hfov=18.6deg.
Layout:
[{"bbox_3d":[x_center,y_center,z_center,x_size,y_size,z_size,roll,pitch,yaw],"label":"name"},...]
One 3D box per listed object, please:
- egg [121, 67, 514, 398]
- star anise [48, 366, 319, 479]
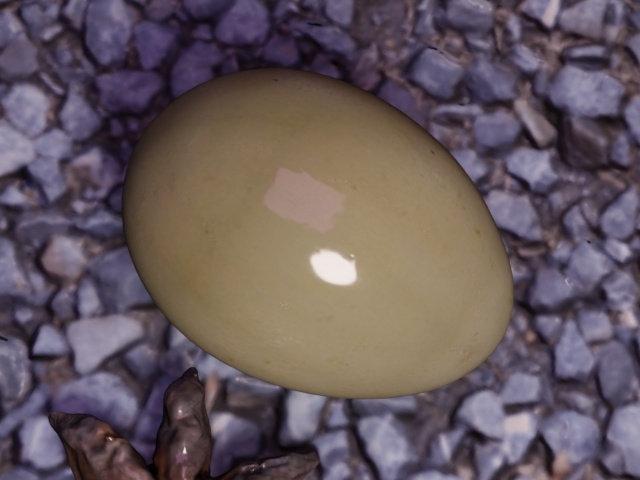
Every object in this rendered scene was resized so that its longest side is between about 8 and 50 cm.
[{"bbox_3d":[0.000,0.000,1.198,0.254,0.188,0.188,29,69,-4],"label":"egg"},{"bbox_3d":[-0.074,0.174,1.189,0.172,0.063,0.208,-5,69,-9],"label":"star anise"}]
